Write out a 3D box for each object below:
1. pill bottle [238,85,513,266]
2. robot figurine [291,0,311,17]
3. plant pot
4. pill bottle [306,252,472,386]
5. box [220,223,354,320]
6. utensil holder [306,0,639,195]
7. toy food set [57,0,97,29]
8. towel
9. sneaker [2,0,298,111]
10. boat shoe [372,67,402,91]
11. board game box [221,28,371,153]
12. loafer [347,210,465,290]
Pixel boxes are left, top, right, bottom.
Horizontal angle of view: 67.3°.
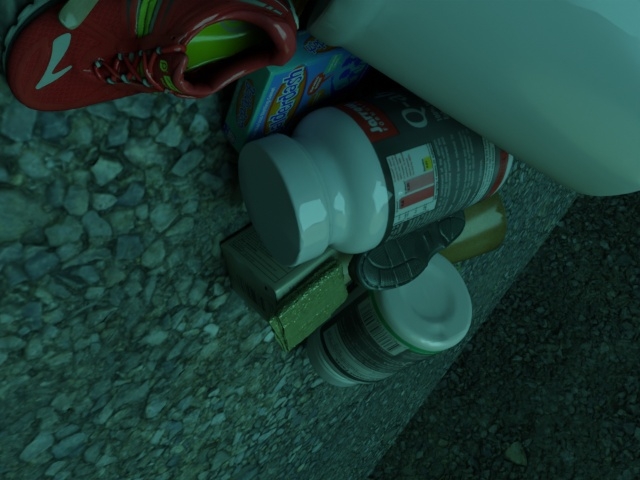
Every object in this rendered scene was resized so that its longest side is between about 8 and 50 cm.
[{"bbox_3d":[0.083,-0.104,0.698,0.362,0.210,0.210,-22,136,-26],"label":"pill bottle"},{"bbox_3d":[-0.041,-0.362,0.510,0.211,0.085,0.291,5,115,-53],"label":"robot figurine"},{"bbox_3d":[0.228,-0.029,1.063,0.254,0.237,0.237,-26,140,-15],"label":"plant pot"},{"bbox_3d":[0.117,0.173,0.983,0.204,0.204,0.361,-28,168,-36],"label":"pill bottle"},{"bbox_3d":[0.000,0.000,0.837,0.311,0.148,0.121,-34,143,-27],"label":"box"},{"bbox_3d":[0.230,-0.268,0.509,0.385,0.327,0.328,26,99,-18],"label":"utensil holder"},{"bbox_3d":[-0.237,-0.269,0.361,0.132,0.038,0.192,-56,135,-12],"label":"toy food set"},{"bbox_3d":[-0.016,0.101,0.748,0.148,0.027,0.110,-39,145,-21],"label":"towel"},{"bbox_3d":[-0.154,-0.176,0.442,0.278,0.118,0.107,-19,145,-5],"label":"sneaker"},{"bbox_3d":[0.228,-0.370,0.838,0.340,0.127,0.158,-46,154,0],"label":"boat shoe"},{"bbox_3d":[-0.020,-0.212,0.645,0.210,0.047,0.160,-31,170,-32],"label":"board game box"},{"bbox_3d":[0.140,0.009,0.820,0.267,0.084,0.096,-28,103,-32],"label":"loafer"}]
